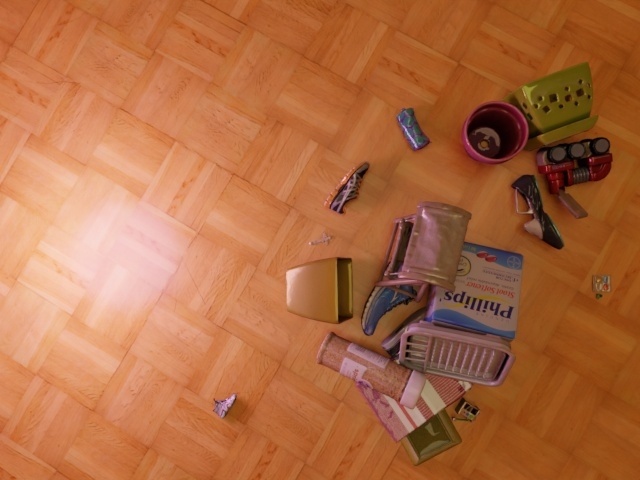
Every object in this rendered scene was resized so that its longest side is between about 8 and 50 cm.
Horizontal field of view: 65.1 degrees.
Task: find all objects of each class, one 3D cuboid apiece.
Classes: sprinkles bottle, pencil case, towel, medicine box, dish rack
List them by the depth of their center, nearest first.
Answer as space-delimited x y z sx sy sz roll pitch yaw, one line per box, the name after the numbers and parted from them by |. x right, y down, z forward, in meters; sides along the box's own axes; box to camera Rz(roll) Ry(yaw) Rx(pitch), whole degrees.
0.422 0.351 1.581 0.333 0.285 0.072 10 54 14 | dish rack
0.497 0.171 1.637 0.264 0.149 0.289 13 67 4 | medicine box
0.167 0.428 1.670 0.356 0.121 0.121 23 89 16 | sprinkles bottle
0.318 0.491 1.707 0.329 0.037 0.237 -35 71 -1 | towel
0.326 -0.392 1.761 0.070 0.064 0.151 -28 86 27 | pencil case

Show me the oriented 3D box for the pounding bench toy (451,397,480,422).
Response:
0.493 0.591 1.702 0.065 0.052 0.083 33 90 5 | pounding bench toy

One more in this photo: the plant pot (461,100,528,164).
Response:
0.566 -0.344 1.684 0.202 0.180 0.201 0 87 3 | plant pot

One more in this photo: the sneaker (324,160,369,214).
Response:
0.107 -0.186 1.761 0.083 0.084 0.214 39 99 2 | sneaker

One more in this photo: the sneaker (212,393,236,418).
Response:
-0.345 0.570 1.767 0.069 0.038 0.098 33 89 4 | sneaker

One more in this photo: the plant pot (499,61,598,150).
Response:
0.757 -0.426 1.659 0.229 0.227 0.207 -19 92 1 | plant pot

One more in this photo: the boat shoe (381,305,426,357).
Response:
0.310 0.312 1.723 0.219 0.078 0.070 -42 94 3 | boat shoe

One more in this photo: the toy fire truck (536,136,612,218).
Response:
0.865 -0.209 1.684 0.217 0.158 0.246 -11 98 3 | toy fire truck

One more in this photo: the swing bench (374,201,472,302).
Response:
0.315 0.034 1.555 0.165 0.254 0.253 22 70 -9 | swing bench

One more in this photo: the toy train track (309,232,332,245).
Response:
0.000 0.000 1.787 0.084 0.014 0.048 -18 86 3 | toy train track

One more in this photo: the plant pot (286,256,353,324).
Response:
-0.005 0.164 1.693 0.187 0.212 0.212 -1 87 16 | plant pot

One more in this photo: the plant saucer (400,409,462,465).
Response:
0.361 0.652 1.712 0.189 0.045 0.188 -29 85 2 | plant saucer

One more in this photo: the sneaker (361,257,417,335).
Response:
0.250 0.187 1.704 0.147 0.130 0.329 32 89 7 | sneaker

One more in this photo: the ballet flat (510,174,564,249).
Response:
0.728 -0.088 1.711 0.096 0.095 0.280 -21 75 12 | ballet flat

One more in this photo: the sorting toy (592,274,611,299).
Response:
0.963 0.160 1.714 0.062 0.012 0.083 1 87 4 | sorting toy
